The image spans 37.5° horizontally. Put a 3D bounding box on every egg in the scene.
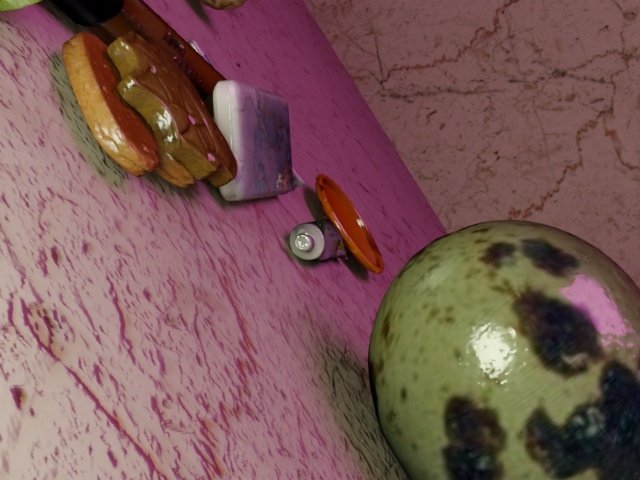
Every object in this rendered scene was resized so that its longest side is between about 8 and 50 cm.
[{"bbox_3d":[0.239,0.181,1.108,0.345,0.344,0.428,-90,158,-68],"label":"egg"}]

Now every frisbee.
[{"bbox_3d":[0.041,-0.022,1.554,0.192,0.035,0.192,52,14,-19],"label":"frisbee"}]

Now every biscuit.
[{"bbox_3d":[-0.152,-0.141,0.979,0.182,0.034,0.215,58,9,8],"label":"biscuit"},{"bbox_3d":[-0.183,-0.112,0.938,0.192,0.036,0.186,42,16,-55],"label":"biscuit"}]

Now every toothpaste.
[{"bbox_3d":[0.000,0.000,1.340,0.078,0.046,0.248,61,11,4],"label":"toothpaste"}]

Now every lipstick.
[{"bbox_3d":[-0.216,-0.243,1.061,0.418,0.077,0.077,40,21,-54],"label":"lipstick"}]

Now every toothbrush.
[{"bbox_3d":[-0.116,-0.188,1.429,0.276,0.025,0.019,52,8,-10],"label":"toothbrush"}]

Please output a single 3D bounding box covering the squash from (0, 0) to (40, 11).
[{"bbox_3d":[-0.263,-0.277,0.811,0.170,0.170,0.123,-104,172,-56],"label":"squash"}]

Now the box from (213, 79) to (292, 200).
[{"bbox_3d":[-0.083,-0.126,1.221,0.285,0.044,0.142,-24,109,-78],"label":"box"}]

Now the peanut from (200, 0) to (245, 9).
[{"bbox_3d":[-0.226,-0.538,1.624,0.325,0.140,0.153,54,29,-1],"label":"peanut"}]
